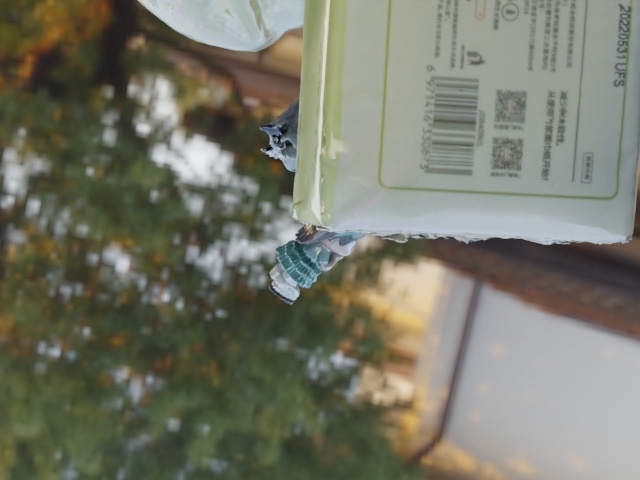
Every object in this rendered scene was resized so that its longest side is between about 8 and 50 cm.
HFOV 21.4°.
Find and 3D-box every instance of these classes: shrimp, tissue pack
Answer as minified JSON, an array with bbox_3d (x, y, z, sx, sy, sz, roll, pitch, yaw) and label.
[{"bbox_3d":[0.033,-0.116,1.341,0.062,0.164,0.317,38,-163,8],"label":"shrimp"},{"bbox_3d":[0.073,-0.116,0.831,0.159,0.234,0.125,2,-176,-9],"label":"tissue pack"}]

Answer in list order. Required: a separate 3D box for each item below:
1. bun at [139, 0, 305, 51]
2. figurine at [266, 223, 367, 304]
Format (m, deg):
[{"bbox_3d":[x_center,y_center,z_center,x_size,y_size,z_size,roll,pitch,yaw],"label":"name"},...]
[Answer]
[{"bbox_3d":[-0.009,-0.307,1.034,0.365,0.365,0.219,5,-146,-30],"label":"bun"},{"bbox_3d":[0.000,0.000,1.325,0.047,0.106,0.060,39,-158,-10],"label":"figurine"}]
